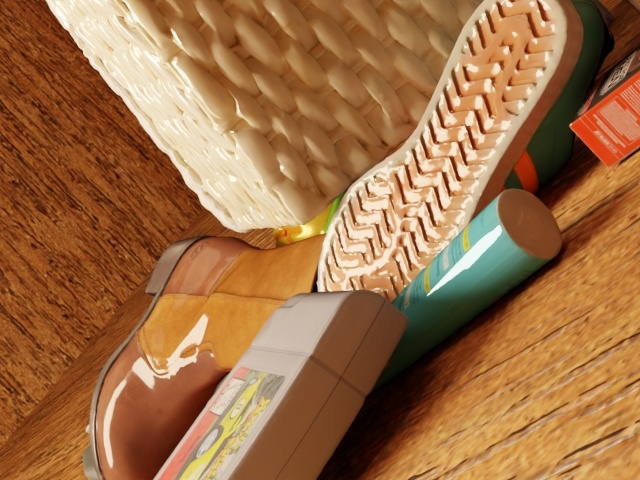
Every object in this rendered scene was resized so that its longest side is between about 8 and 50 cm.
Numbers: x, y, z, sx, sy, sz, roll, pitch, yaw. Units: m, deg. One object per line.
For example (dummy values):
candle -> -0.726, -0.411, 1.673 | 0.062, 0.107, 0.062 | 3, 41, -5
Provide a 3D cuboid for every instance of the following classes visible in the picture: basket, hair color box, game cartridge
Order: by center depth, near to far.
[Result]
hair color box -> 0.233, -0.114, 0.959 | 0.141, 0.043, 0.072 | -39, 10, 36
game cartridge -> -0.059, 0.156, 0.970 | 0.294, 0.060, 0.196 | -55, 14, -11
basket -> -0.024, -0.215, 1.194 | 0.328, 0.331, 0.266 | -40, 13, -7

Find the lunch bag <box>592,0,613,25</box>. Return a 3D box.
lunch bag -> 0.215, -0.206, 1.349 | 0.071, 0.083, 0.053 | -49, 8, -23

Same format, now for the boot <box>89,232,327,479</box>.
boot -> -0.079, 0.117, 1.285 | 0.280, 0.096, 0.264 | 1, 62, 56

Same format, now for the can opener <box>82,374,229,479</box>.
can opener -> -0.141, 0.156, 1.488 | 0.280, 0.074, 0.093 | -42, 44, 34

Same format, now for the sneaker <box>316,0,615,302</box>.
sneaker -> 0.115, -0.047, 1.080 | 0.121, 0.108, 0.302 | 2, -51, -51

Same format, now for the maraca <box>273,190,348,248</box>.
maraca -> 0.000, 0.000, 1.404 | 0.127, 0.099, 0.186 | -90, 19, -81

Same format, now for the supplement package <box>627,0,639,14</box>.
supplement package -> 0.266, -0.248, 1.112 | 0.134, 0.139, 0.244 | -44, 10, 17

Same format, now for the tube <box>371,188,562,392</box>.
tube -> 0.077, 0.043, 0.986 | 0.207, 0.052, 0.080 | -45, 8, 41
